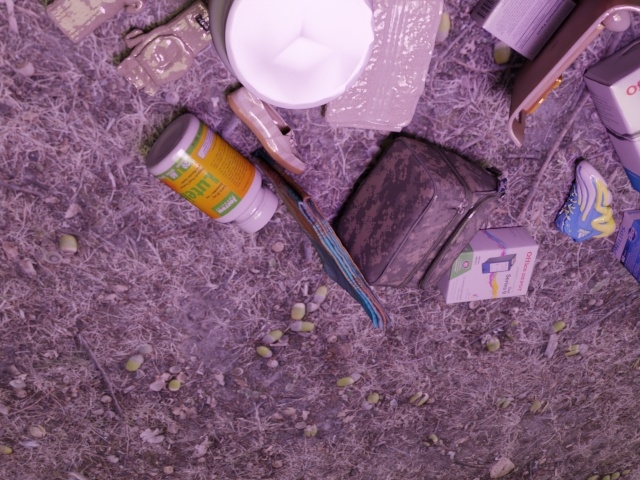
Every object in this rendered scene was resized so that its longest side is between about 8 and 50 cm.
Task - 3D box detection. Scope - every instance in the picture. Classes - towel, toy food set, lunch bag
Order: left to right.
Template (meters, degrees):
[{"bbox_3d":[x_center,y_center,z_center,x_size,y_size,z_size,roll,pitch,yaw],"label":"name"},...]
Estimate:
[{"bbox_3d":[0.000,0.000,1.297,0.040,0.271,0.370,-38,126,-5],"label":"towel"},{"bbox_3d":[0.113,-0.340,1.207,0.187,0.049,0.282,1,125,-14],"label":"towel"},{"bbox_3d":[0.225,-0.049,1.357,0.256,0.213,0.305,7,126,-37],"label":"lunch bag"},{"bbox_3d":[0.457,-0.324,1.145,0.092,0.220,0.306,33,130,-5],"label":"toy food set"}]

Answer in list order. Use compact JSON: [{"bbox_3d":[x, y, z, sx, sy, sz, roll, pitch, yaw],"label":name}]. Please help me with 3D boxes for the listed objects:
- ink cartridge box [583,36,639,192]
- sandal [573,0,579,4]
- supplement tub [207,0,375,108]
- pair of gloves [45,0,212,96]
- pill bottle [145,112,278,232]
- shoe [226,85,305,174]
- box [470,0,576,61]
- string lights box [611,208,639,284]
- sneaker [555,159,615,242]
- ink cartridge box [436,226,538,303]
[{"bbox_3d":[0.719,-0.263,1.306,0.223,0.129,0.307,-31,113,11],"label":"ink cartridge box"},{"bbox_3d":[0.502,-0.452,1.209,0.072,0.049,0.180,9,128,15],"label":"sandal"},{"bbox_3d":[-0.054,-0.363,0.974,0.240,0.331,0.241,-6,127,-8],"label":"supplement tub"},{"bbox_3d":[-0.312,-0.380,1.088,0.204,0.042,0.240,-41,126,13],"label":"pair of gloves"},{"bbox_3d":[-0.203,-0.121,1.241,0.136,0.136,0.245,-40,124,17],"label":"pill bottle"},{"bbox_3d":[-0.090,-0.214,1.237,0.058,0.077,0.219,-33,124,17],"label":"shoe"},{"bbox_3d":[0.375,-0.429,1.184,0.137,0.072,0.126,23,117,-26],"label":"box"},{"bbox_3d":[0.808,0.050,1.514,0.076,0.260,0.133,-7,128,-7],"label":"string lights box"},{"bbox_3d":[0.609,-0.074,1.486,0.126,0.091,0.240,-29,127,10],"label":"sneaker"},{"bbox_3d":[0.397,0.058,1.535,0.212,0.093,0.154,-5,126,-11],"label":"ink cartridge box"}]
